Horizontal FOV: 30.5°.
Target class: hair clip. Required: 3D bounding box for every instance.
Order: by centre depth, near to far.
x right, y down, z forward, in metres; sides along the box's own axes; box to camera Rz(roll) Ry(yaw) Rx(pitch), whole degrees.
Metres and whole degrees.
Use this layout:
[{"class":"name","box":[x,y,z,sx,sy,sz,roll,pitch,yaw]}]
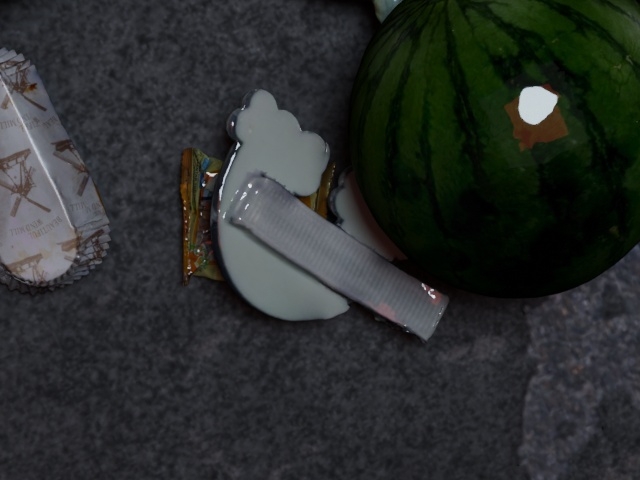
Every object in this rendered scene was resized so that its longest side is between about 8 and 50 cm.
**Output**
[{"class":"hair clip","box":[0.000,0.000,0.884,0.220,0.054,0.140,34,83,-21]}]

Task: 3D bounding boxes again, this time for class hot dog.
[{"class":"hot dog","box":[-0.228,-0.052,0.877,0.108,0.059,0.191,-23,100,9]}]

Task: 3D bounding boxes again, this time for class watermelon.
[{"class":"watermelon","box":[0.135,-0.081,0.825,0.242,0.242,0.242,0,94,-7]}]

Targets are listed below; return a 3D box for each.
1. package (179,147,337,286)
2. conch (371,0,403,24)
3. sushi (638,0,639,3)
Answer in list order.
[{"class":"package","box":[-0.051,-0.014,0.912,0.120,0.031,0.108,5,92,-8]},{"class":"conch","box":[0.028,-0.241,0.873,0.135,0.102,0.153,-39,131,-11]},{"class":"sushi","box":[0.267,-0.218,0.913,0.134,0.109,0.273,-17,112,-12]}]
